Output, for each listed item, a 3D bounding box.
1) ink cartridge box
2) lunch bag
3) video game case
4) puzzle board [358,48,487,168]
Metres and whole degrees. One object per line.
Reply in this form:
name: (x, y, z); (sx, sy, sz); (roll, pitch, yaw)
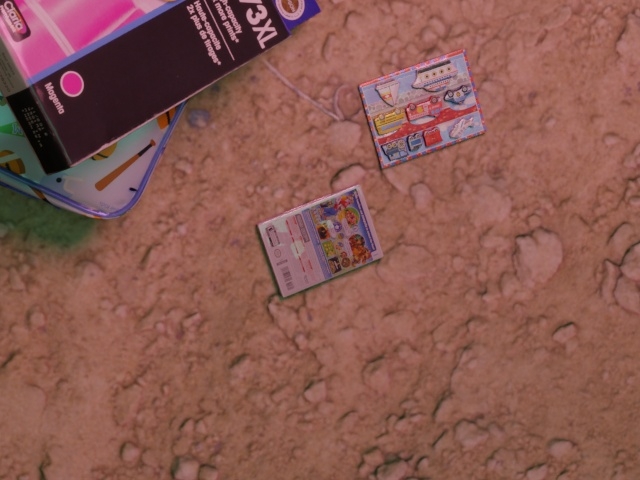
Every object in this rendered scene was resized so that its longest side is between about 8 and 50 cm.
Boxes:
ink cartridge box: (-0.152, -0.225, 1.678); (0.371, 0.069, 0.176); (-35, 104, -34)
lunch bag: (-0.286, -0.163, 1.729); (0.303, 0.115, 0.243); (27, 94, -20)
video game case: (0.000, 0.000, 1.896); (0.122, 0.011, 0.087); (-22, 105, -12)
puzzle board: (0.112, -0.143, 1.904); (0.128, 0.011, 0.096); (-20, 105, -13)
